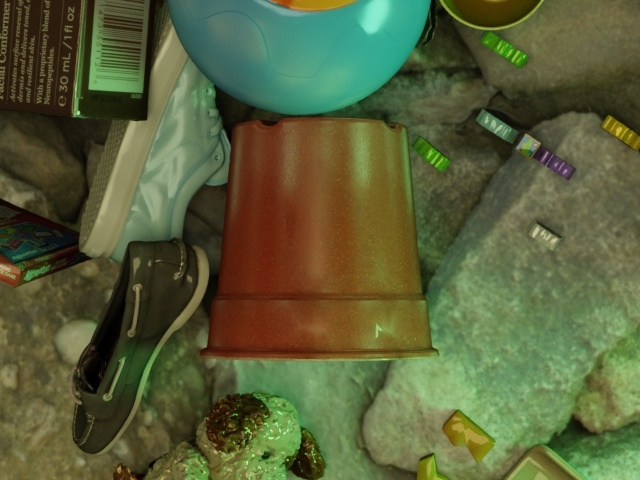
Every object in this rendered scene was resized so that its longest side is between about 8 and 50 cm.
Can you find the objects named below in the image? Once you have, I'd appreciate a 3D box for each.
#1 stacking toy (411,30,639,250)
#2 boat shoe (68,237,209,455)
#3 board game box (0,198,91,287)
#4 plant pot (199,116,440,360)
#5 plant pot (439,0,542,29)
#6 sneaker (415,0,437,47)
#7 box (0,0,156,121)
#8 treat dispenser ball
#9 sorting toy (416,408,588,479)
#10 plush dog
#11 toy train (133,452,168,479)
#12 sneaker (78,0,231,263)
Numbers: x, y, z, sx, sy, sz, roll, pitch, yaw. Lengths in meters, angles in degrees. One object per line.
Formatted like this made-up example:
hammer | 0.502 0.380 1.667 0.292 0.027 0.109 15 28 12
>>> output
stacking toy | 0.238 -0.113 1.848 0.221 0.052 0.167 36 99 6
boat shoe | -0.242 0.121 1.873 0.095 0.112 0.335 13 126 -28
board game box | -0.364 -0.002 1.834 0.145 0.281 0.027 22 99 6
plant pot | 0.000 0.000 1.802 0.272 0.272 0.265 0 88 9
plant pot | 0.196 -0.306 1.807 0.134 0.095 0.134 1 97 8
sneaker | 0.077 -0.307 1.846 0.170 0.051 0.089 38 109 11
box | -0.379 -0.247 1.821 0.381 0.143 0.191 8 96 31
treat dispenser ball | -0.023 -0.279 1.714 0.288 0.288 0.288 1 96 9
sorting toy | 0.232 0.360 1.902 0.307 0.041 0.229 40 100 3
plush dog | -0.111 0.273 1.873 0.225 0.262 0.210 -47 62 4
toy train | -0.235 0.307 1.977 0.158 0.027 0.036 -32 87 10
sneaker | -0.163 -0.138 1.885 0.150 0.135 0.366 19 97 -21
